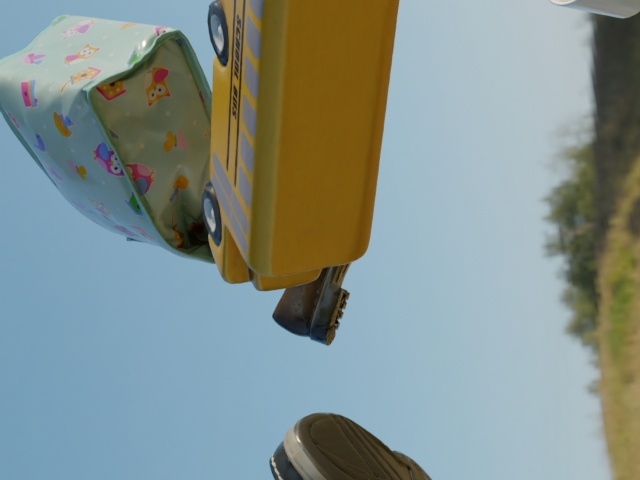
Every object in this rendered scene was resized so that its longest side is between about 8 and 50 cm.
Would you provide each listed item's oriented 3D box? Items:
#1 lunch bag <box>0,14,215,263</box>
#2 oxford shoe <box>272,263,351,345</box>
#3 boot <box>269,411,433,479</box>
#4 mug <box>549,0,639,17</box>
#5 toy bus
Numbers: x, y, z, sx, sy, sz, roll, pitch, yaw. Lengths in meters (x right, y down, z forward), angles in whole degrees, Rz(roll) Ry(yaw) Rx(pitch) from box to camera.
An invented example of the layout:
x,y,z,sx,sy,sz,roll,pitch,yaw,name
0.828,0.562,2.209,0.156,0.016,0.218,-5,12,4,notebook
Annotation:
x,y,z,sx,sy,sz,roll,pitch,yaw,name
-0.204,-0.099,1.624,0.160,0.223,0.262,-43,-56,-27,lunch bag
0.000,0.000,1.748,0.083,0.096,0.227,62,-134,-70,oxford shoe
-0.023,0.316,1.476,0.138,0.284,0.377,52,-174,23,boot
0.198,-0.186,1.020,0.064,0.078,0.062,15,-146,-31,mug
-0.018,-0.090,1.153,0.130,0.108,0.332,-120,26,-44,toy bus
